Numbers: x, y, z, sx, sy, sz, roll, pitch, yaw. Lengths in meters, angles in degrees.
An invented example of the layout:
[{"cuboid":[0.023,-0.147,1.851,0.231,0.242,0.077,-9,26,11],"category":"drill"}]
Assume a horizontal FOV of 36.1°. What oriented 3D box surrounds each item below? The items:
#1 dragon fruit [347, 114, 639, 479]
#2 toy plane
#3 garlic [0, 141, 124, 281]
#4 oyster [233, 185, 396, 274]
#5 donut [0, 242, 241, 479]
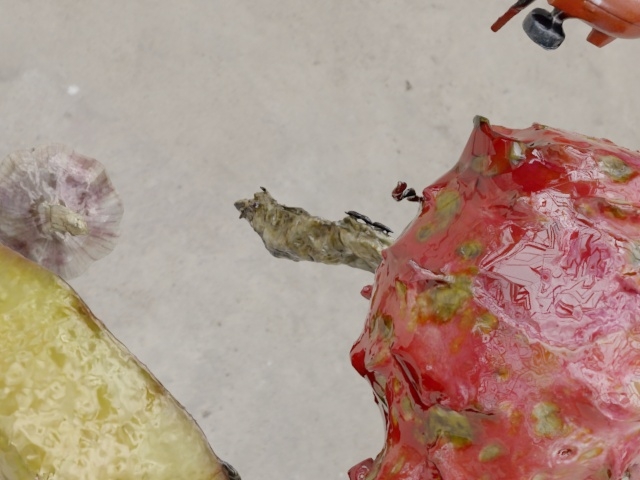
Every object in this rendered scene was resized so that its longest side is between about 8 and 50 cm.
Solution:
[{"cuboid":[0.119,0.061,0.574,0.268,0.205,0.210,-56,152,-6],"category":"dragon fruit"},{"cuboid":[0.122,-0.165,0.537,0.194,0.126,0.077,35,35,-35],"category":"toy plane"},{"cuboid":[-0.440,-0.038,1.658,0.245,0.253,0.245,-5,103,-23],"category":"garlic"},{"cuboid":[-0.002,-0.001,1.183,0.128,0.345,0.079,26,83,-42],"category":"oyster"},{"cuboid":[-0.269,0.192,0.936,0.163,0.377,0.435,-40,90,-31],"category":"donut"}]
